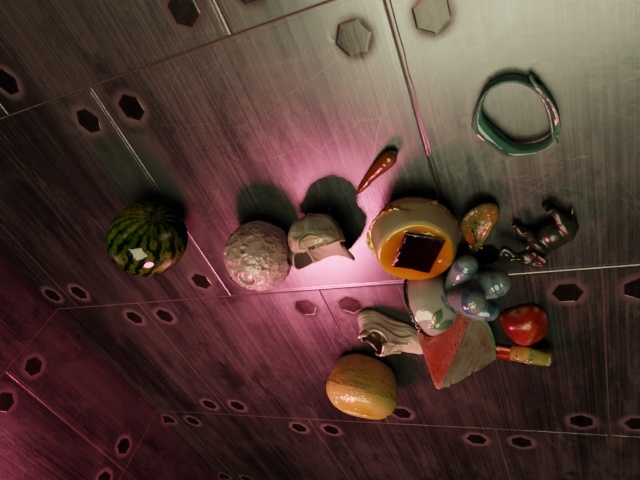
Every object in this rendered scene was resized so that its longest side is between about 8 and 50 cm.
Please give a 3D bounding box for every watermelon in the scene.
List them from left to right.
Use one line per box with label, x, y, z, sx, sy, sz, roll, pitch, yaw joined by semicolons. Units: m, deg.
watermelon;-0.649;-0.007;1.814;0.284;0.285;0.285;10;134;11
watermelon;0.476;0.377;1.789;0.282;0.292;0.251;-11;95;31

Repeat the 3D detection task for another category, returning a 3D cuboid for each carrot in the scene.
carrot;0.165;-0.205;1.500;0.048;0.048;0.216;33;138;-11

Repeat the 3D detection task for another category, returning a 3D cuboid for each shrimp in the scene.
shrimp;0.487;-0.037;1.512;0.115;0.051;0.217;-2;138;-1

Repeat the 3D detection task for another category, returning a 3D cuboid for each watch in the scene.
watch;0.510;-0.316;1.256;0.237;0.068;0.195;38;130;-11

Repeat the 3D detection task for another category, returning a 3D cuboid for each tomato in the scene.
tomato;0.736;0.319;1.738;0.166;0.082;0.174;-23;117;34

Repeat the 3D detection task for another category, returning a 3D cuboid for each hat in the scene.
hat;0.003;0.006;1.686;0.231;0.161;0.275;-6;152;23

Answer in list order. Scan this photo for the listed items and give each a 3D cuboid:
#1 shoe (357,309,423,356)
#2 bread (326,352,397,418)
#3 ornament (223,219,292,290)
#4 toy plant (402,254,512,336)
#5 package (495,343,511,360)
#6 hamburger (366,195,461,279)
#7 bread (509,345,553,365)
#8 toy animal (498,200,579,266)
shoe;0.280;0.405;1.934;0.316;0.159;0.124;25;134;1
bread;0.184;0.663;2.147;0.320;0.237;0.321;13;135;14
ornament;-0.227;0.060;1.756;0.259;0.225;0.260;10;134;10
toy plant;0.468;0.172;1.603;0.332;0.247;0.247;-23;120;34
package;0.692;0.434;1.901;0.200;0.022;0.083;10;134;9
hamburger;0.295;-0.013;1.532;0.293;0.179;0.276;9;135;1
bread;0.783;0.428;1.794;0.156;0.064;0.117;10;173;-9
toy animal;0.653;-0.004;1.448;0.146;0.115;0.245;39;132;-16
